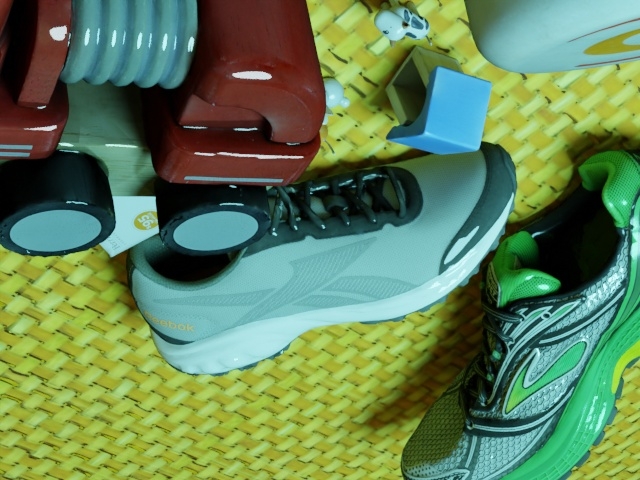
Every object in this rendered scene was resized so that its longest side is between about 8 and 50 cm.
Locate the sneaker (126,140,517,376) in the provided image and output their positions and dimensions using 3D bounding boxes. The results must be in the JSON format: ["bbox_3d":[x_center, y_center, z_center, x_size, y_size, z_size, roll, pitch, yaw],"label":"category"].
[{"bbox_3d":[0.000,0.000,0.857,0.272,0.100,0.108,-23,133,6],"label":"sneaker"}]

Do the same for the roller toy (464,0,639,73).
[{"bbox_3d":[0.156,-0.172,0.648,0.209,0.146,0.191,-12,177,12],"label":"roller toy"}]

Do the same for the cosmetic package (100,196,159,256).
[{"bbox_3d":[-0.142,-0.093,0.733,0.099,0.060,0.239,-26,138,10],"label":"cosmetic package"}]

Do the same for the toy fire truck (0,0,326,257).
[{"bbox_3d":[-0.095,-0.116,0.568,0.217,0.158,0.246,1,153,-23],"label":"toy fire truck"}]

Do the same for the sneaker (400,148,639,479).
[{"bbox_3d":[0.157,0.064,0.974,0.146,0.134,0.343,21,117,-27],"label":"sneaker"}]

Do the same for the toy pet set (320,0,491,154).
[{"bbox_3d":[0.038,-0.083,0.801,0.114,0.065,0.122,13,130,-30],"label":"toy pet set"}]
